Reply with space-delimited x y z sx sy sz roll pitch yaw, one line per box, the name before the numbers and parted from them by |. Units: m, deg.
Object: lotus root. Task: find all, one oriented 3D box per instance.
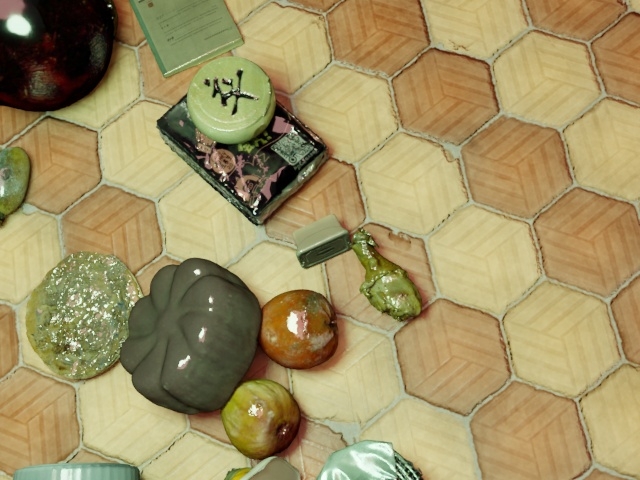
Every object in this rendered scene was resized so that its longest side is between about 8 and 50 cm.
lotus root | -0.717 -0.122 1.981 0.113 0.088 0.192 0 75 22

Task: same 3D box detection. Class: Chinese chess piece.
Chinese chess piece | -0.188 -0.297 1.859 0.188 0.083 0.188 0 75 -1

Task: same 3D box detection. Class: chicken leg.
chicken leg | 0.125 0.076 1.846 0.103 0.088 0.227 -40 78 8

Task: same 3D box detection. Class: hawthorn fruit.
hawthorn fruit | -0.048 0.184 1.794 0.173 0.173 0.173 -1 74 5

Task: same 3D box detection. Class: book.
book | -0.331 -0.544 2.093 0.215 0.025 0.282 -24 73 -1

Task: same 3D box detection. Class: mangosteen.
mangosteen | -0.637 -0.502 1.933 0.381 0.381 0.421 13 77 9

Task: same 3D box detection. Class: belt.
belt | 0.109 0.504 1.688 0.207 0.150 0.257 -45 65 -5

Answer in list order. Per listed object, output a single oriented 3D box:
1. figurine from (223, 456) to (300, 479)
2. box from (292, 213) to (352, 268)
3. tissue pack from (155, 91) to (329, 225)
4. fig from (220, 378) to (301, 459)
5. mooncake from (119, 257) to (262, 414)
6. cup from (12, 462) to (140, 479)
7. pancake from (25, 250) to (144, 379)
figurine | -0.156 0.486 1.701 0.141 0.250 0.166 9 78 27
box | 0.000 0.000 1.881 0.122 0.089 0.062 -23 64 -2
tissue pack | -0.170 -0.221 1.942 0.332 0.123 0.245 42 77 11
fig | -0.159 0.327 1.791 0.257 0.159 0.159 36 80 35
mooncake | -0.267 0.189 1.765 0.306 0.154 0.306 -21 54 32
cup | -0.436 0.587 1.670 0.331 0.257 0.311 -5 73 6
pancake | -0.511 0.161 1.901 0.282 0.049 0.282 -2 73 5
